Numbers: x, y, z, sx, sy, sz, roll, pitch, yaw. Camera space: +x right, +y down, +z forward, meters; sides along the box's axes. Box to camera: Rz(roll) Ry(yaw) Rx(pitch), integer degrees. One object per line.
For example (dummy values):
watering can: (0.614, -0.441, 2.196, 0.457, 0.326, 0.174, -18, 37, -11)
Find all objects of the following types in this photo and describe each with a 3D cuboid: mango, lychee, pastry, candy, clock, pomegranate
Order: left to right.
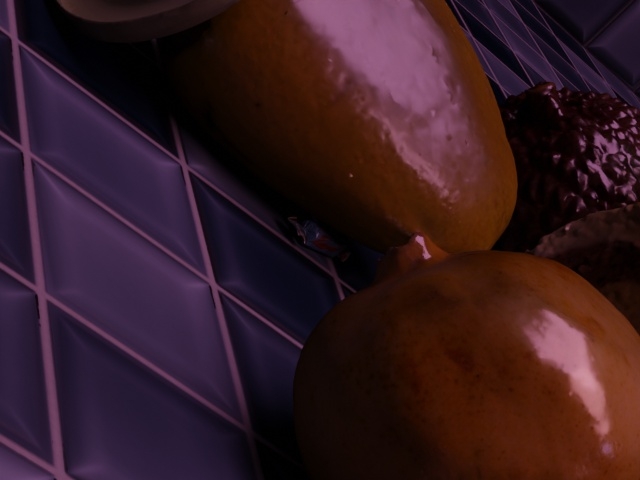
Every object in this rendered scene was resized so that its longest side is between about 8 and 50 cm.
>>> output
clock: (-0.109, -0.247, 1.473, 0.029, 0.235, 0.235, 56, 6, -41)
candy: (0.001, 0.000, 1.527, 0.083, 0.020, 0.030, 27, 28, -53)
mango: (0.021, -0.131, 1.541, 0.365, 0.182, 0.253, 47, 43, 8)
pomegranate: (0.096, 0.111, 1.155, 0.233, 0.233, 0.233, 42, 16, -15)
lychee: (0.246, -0.030, 1.860, 0.236, 0.236, 0.271, -95, 162, -66)
pastry: (0.257, 0.101, 1.569, 0.170, 0.237, 0.256, 50, 12, -30)
